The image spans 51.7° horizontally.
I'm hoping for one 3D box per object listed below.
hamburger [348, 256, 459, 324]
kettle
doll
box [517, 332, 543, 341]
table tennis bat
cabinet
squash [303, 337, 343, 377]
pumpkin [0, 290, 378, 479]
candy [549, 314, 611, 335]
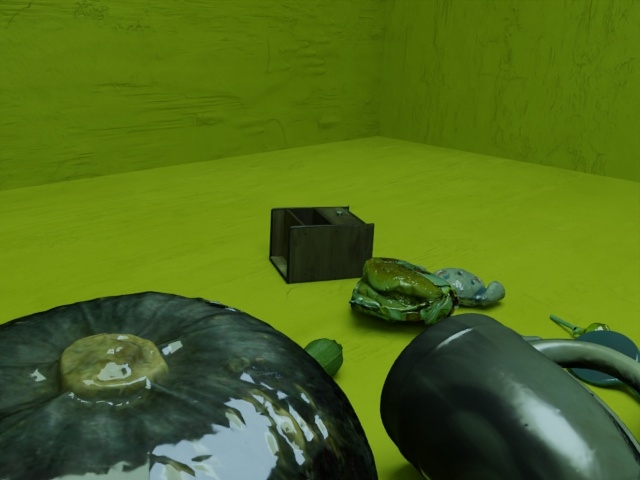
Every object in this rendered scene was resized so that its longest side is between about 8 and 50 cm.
[{"bbox_3d":[0.155,0.106,1.362,0.235,0.125,0.214,10,4,-26],"label":"hamburger"},{"bbox_3d":[0.284,0.240,0.794,0.321,0.228,0.324,-26,31,-15],"label":"kettle"},{"bbox_3d":[0.308,0.106,1.484,0.214,0.071,0.103,14,34,8],"label":"doll"},{"bbox_3d":[0.278,0.209,1.098,0.172,0.123,0.093,2,7,-7],"label":"box"},{"bbox_3d":[0.521,0.226,1.163,0.124,0.033,0.201,-29,33,-5],"label":"table tennis bat"},{"bbox_3d":[0.000,0.000,1.635,0.215,0.148,0.175,-3,19,-19],"label":"cabinet"},{"bbox_3d":[-0.028,0.217,1.097,0.077,0.068,0.219,8,18,32],"label":"squash"},{"bbox_3d":[-0.172,0.241,0.568,0.455,0.343,0.454,0,24,0],"label":"pumpkin"},{"bbox_3d":[0.522,0.180,1.336,0.058,0.062,0.194,1,8,-13],"label":"candy"}]
